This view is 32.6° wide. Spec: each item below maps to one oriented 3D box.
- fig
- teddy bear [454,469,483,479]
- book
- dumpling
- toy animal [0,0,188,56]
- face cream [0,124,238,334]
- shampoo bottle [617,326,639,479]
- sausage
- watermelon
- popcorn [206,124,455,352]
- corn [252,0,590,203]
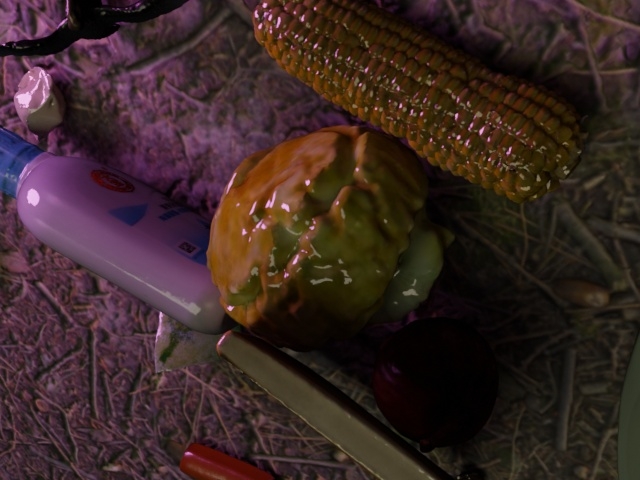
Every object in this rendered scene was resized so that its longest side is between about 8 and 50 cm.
[{"bbox_3d":[0.109,0.133,1.028,0.128,0.128,0.150,31,174,9],"label":"fig"},{"bbox_3d":[0.139,0.300,1.184,0.160,0.078,0.119,4,104,10],"label":"teddy bear"},{"bbox_3d":[0.035,0.166,0.966,0.269,0.032,0.389,36,176,5],"label":"book"},{"bbox_3d":[-0.291,-0.145,1.139,0.052,0.057,0.076,-14,153,1],"label":"dumpling"},{"bbox_3d":[-0.213,-0.204,1.000,0.220,0.108,0.062,-17,114,1],"label":"toy animal"},{"bbox_3d":[-0.214,-0.021,1.101,0.337,0.163,0.080,29,109,11],"label":"face cream"},{"bbox_3d":[0.328,0.159,0.951,0.134,0.078,0.359,13,129,28],"label":"shampoo bottle"},{"bbox_3d":[-0.111,0.289,1.347,0.131,0.041,0.039,18,109,20],"label":"sausage"},{"bbox_3d":[-0.122,0.114,1.182,0.098,0.121,0.158,3,131,4],"label":"watermelon"},{"bbox_3d":[0.000,0.000,0.948,0.184,0.204,0.221,44,158,-16],"label":"popcorn"},{"bbox_3d":[0.074,-0.123,0.882,0.292,0.101,0.101,29,133,9],"label":"corn"}]
